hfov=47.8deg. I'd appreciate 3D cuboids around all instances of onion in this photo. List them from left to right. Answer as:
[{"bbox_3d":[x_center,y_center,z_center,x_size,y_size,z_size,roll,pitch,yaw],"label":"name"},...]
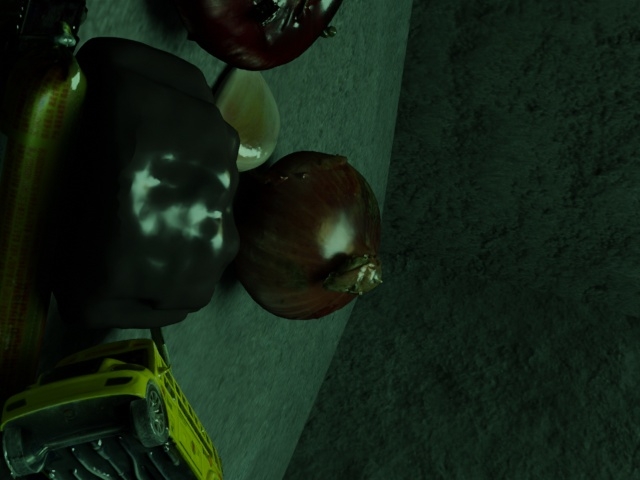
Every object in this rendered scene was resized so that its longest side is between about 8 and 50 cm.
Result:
[{"bbox_3d":[-0.096,-0.365,0.955,0.273,0.285,0.273,-15,115,-35],"label":"onion"},{"bbox_3d":[-0.030,-0.013,1.457,0.353,0.354,0.353,15,90,-78],"label":"onion"}]

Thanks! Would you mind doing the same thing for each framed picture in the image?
[{"bbox_3d":[-0.221,0.093,0.946,0.216,0.016,0.273,92,-20,-46],"label":"framed picture"}]

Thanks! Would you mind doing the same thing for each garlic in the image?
[{"bbox_3d":[-0.126,-0.225,1.217,0.148,0.129,0.266,108,-8,-62],"label":"garlic"}]

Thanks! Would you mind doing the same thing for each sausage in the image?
[{"bbox_3d":[-0.270,-0.019,0.655,0.082,0.082,0.371,-48,160,-66],"label":"sausage"}]

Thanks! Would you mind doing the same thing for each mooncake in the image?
[{"bbox_3d":[-0.181,-0.053,0.715,0.141,0.283,0.283,2,107,-34],"label":"mooncake"}]

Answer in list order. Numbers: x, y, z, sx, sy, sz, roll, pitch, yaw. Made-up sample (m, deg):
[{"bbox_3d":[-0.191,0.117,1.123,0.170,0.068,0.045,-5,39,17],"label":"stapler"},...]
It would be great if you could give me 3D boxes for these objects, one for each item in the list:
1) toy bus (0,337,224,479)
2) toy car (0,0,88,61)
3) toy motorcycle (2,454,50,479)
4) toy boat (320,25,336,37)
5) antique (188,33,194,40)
[{"bbox_3d":[-0.204,0.219,0.783,0.330,0.144,0.152,76,2,-46],"label":"toy bus"},{"bbox_3d":[-0.268,-0.197,0.598,0.103,0.063,0.216,-65,169,20],"label":"toy car"},{"bbox_3d":[-0.331,0.327,0.822,0.358,0.125,0.212,-20,122,-78],"label":"toy motorcycle"},{"bbox_3d":[-0.001,-0.497,1.456,0.075,0.077,0.185,-64,164,-46],"label":"toy boat"},{"bbox_3d":[-0.153,-0.330,1.105,0.192,0.015,0.031,-52,154,-63],"label":"antique"}]
